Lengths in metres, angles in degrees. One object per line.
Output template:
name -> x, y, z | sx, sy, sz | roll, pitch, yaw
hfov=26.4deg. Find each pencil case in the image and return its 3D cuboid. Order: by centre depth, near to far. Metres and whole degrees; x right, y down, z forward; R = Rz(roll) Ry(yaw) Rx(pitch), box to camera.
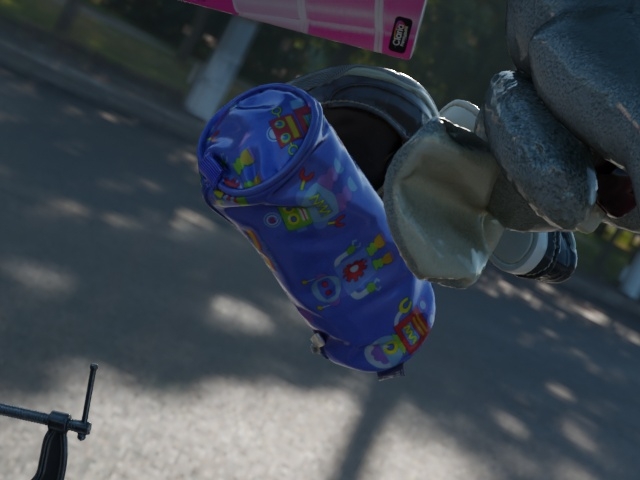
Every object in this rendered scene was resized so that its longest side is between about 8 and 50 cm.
pencil case -> 0.000, 0.000, 1.235 | 0.119, 0.133, 0.306 | 45, -8, 47

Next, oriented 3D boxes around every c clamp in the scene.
c clamp -> -0.272, 0.163, 1.170 | 0.160, 0.137, 0.022 | 6, 4, 6

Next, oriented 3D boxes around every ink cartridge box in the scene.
ink cartridge box -> -0.051, -0.337, 1.548 | 0.371, 0.176, 0.069 | 16, 36, 4

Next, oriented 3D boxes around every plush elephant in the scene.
plush elephant -> 0.182, -0.076, 0.857 | 0.330, 0.272, 0.255 | 32, -29, 29

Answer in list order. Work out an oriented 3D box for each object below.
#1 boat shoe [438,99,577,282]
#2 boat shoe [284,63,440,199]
boat shoe -> 0.221, -0.058, 1.700 | 0.091, 0.114, 0.302 | 22, 34, -37
boat shoe -> 0.082, -0.074, 1.447 | 0.355, 0.132, 0.130 | 27, 48, -51
